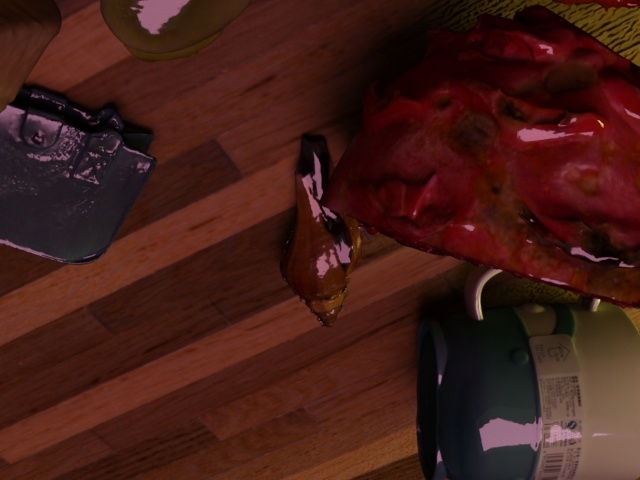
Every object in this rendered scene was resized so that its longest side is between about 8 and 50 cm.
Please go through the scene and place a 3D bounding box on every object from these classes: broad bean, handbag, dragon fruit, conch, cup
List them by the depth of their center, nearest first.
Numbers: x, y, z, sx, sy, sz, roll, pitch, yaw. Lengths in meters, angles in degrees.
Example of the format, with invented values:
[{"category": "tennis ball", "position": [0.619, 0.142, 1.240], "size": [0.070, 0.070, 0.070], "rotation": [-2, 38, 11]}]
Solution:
[{"category": "broad bean", "position": [-0.117, -0.228, 0.881], "size": [0.124, 0.082, 0.174], "rotation": [29, 123, -28]}, {"category": "dragon fruit", "position": [0.200, -0.072, 0.934], "size": [0.386, 0.371, 0.249], "rotation": [10, 99, -51]}, {"category": "handbag", "position": [-0.292, -0.076, 1.002], "size": [0.229, 0.062, 0.179], "rotation": [20, 126, -25]}, {"category": "conch", "position": [0.004, 0.004, 1.115], "size": [0.086, 0.080, 0.233], "rotation": [-1, 132, -19]}, {"category": "cup", "position": [0.250, 0.153, 1.222], "size": [0.257, 0.219, 0.290], "rotation": [-2, 102, -8]}]

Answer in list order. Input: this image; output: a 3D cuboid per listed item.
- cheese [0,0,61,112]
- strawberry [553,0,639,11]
[{"category": "cheese", "position": [-0.353, -0.185, 0.770], "size": [0.384, 0.384, 0.104], "rotation": [26, 116, -29]}, {"category": "strawberry", "position": [0.221, -0.285, 0.845], "size": [0.228, 0.098, 0.174], "rotation": [15, 132, 8]}]
